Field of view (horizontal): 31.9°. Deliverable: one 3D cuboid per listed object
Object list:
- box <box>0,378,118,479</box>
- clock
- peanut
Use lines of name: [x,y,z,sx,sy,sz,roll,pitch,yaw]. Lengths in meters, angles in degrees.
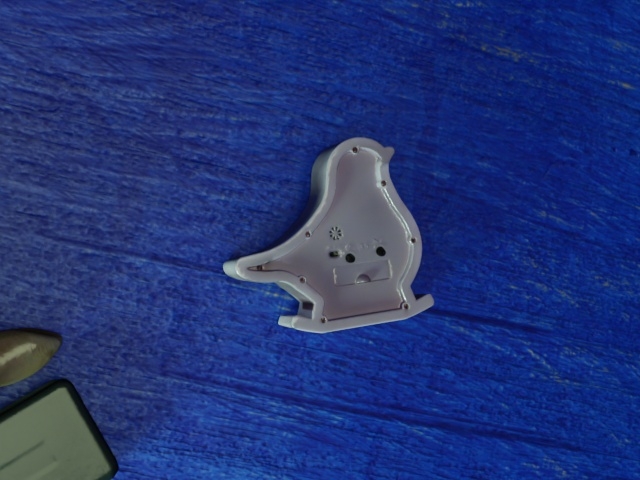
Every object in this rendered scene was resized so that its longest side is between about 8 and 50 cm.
box: [-0.402,0.302,1.490,0.230,0.050,0.160,-30,99,-18]
clock: [0.000,0.000,1.631,0.290,0.080,0.275,-11,92,-21]
peanut: [-0.414,0.153,1.476,0.152,0.076,0.076,-21,96,-19]
